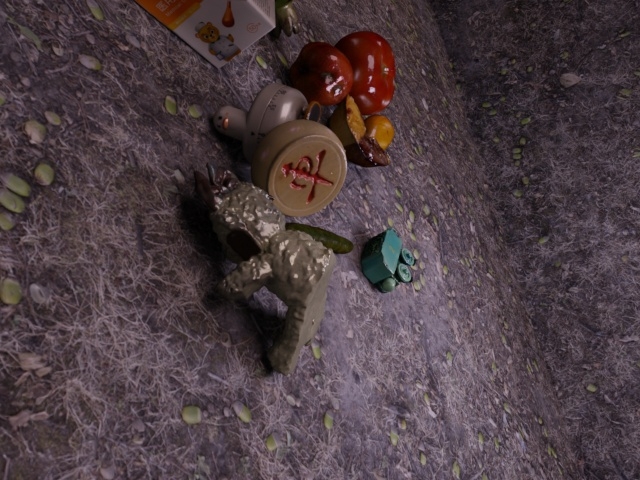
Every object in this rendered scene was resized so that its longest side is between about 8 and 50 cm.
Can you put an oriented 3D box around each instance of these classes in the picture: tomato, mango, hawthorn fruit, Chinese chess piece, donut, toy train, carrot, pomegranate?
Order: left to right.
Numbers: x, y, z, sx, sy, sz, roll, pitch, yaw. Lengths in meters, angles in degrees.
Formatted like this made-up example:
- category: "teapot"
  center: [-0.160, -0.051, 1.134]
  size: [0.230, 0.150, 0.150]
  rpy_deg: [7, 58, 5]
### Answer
- category: "pomegranate"
  center: [-0.161, -0.813, 1.895]
  size: [0.242, 0.242, 0.306]
  rpy_deg: [-20, 116, -59]
- category: "Chinese chess piece"
  center: [-0.052, -0.177, 1.484]
  size: [0.251, 0.251, 0.097]
  rpy_deg: [33, 9, -42]
- category: "carrot"
  center: [0.000, 0.000, 1.683]
  size: [0.358, 0.074, 0.074]
  rpy_deg: [10, 61, -55]
- category: "hawthorn fruit"
  center: [0.029, -0.535, 1.955]
  size: [0.243, 0.207, 0.207]
  rpy_deg: [10, 60, -44]
- category: "donut"
  center: [0.120, -0.341, 2.067]
  size: [0.295, 0.112, 0.151]
  rpy_deg: [52, 39, -21]
- category: "tomato"
  center: [0.142, -0.606, 2.161]
  size: [0.298, 0.226, 0.299]
  rpy_deg: [-14, 106, -61]
- category: "mango"
  center: [0.207, -0.399, 2.222]
  size: [0.219, 0.112, 0.145]
  rpy_deg: [-38, 127, -61]
- category: "toy train"
  center: [0.220, 0.067, 1.936]
  size: [0.163, 0.112, 0.203]
  rpy_deg: [46, 35, -18]

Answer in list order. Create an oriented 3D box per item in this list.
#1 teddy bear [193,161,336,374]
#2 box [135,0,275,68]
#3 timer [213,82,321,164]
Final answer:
- category: "teddy bear"
  center: [-0.154, 0.056, 1.380]
  size: [0.362, 0.375, 0.327]
  rpy_deg: [24, 30, 12]
- category: "box"
  center: [-0.306, -0.639, 1.513]
  size: [0.341, 0.225, 0.143]
  rpy_deg: [33, 41, -43]
- category: "timer"
  center: [-0.140, -0.305, 1.572]
  size: [0.233, 0.240, 0.234]
  rpy_deg: [20, 90, -77]
